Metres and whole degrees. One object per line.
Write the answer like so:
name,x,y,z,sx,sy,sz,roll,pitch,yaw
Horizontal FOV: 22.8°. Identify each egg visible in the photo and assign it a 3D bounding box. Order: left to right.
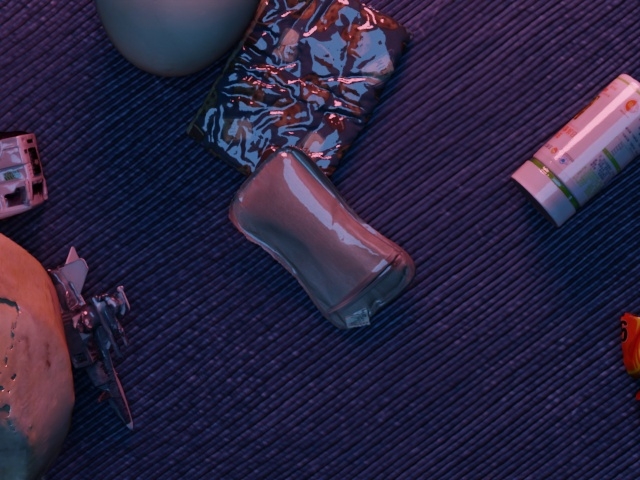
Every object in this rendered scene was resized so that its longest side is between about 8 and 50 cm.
egg,-0.162,-0.329,1.835,0.203,0.203,0.282,8,85,1

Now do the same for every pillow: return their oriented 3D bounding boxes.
pillow,-0.026,-0.187,1.918,0.189,0.034,0.255,30,89,-1
pillow,0.000,0.000,1.898,0.233,0.038,0.130,45,107,-8

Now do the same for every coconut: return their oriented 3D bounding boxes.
coconut,-0.438,0.140,1.787,0.353,0.352,0.352,0,90,1

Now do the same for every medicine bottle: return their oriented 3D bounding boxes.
medicine bottle,0.320,-0.107,1.882,0.183,0.086,0.086,-43,89,0

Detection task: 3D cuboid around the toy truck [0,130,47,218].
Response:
toy truck,-0.452,-0.056,1.894,0.242,0.101,0.125,-13,94,4

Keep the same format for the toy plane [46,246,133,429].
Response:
toy plane,-0.282,0.123,1.899,0.160,0.082,0.234,-19,89,28

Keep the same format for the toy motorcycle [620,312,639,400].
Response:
toy motorcycle,0.460,0.098,1.876,0.171,0.089,0.298,39,90,2
